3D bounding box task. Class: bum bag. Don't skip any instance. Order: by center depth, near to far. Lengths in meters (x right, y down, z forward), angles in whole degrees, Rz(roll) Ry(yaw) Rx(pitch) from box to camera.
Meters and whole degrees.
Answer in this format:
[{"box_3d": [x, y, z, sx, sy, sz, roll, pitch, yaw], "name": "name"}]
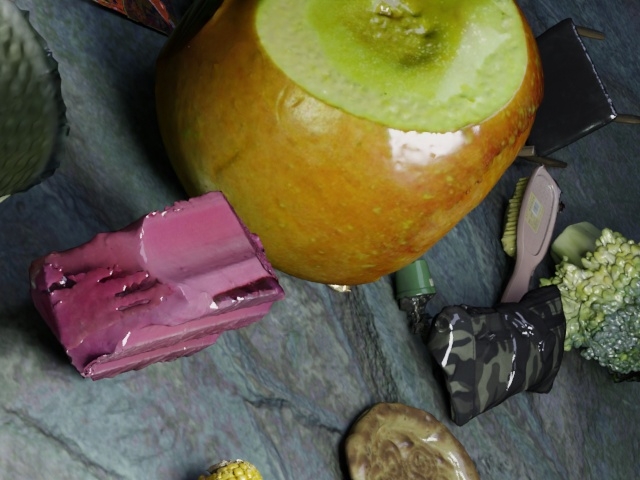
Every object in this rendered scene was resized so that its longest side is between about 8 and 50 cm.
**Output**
[{"box_3d": [0.226, 0.137, 2.033, 0.340, 0.095, 0.144, -7, 95, -60], "name": "bum bag"}]

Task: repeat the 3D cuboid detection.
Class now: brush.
[{"box_3d": [0.266, 0.025, 2.255, 0.072, 0.067, 0.313, 44, 44, -27], "name": "brush"}]

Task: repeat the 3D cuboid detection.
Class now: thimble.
[{"box_3d": [-0.349, -0.118, 1.333, 0.271, 0.150, 0.271, 37, 37, -34], "name": "thimble"}]

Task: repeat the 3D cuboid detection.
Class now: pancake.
[{"box_3d": [0.112, 0.285, 1.793, 0.250, 0.031, 0.250, 39, 35, -34], "name": "pancake"}]

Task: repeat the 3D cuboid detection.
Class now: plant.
[{"box_3d": [0.116, 0.076, 1.977, 0.051, 0.051, 0.102, 2, 75, -56], "name": "plant"}]

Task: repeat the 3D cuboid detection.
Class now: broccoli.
[{"box_3d": [0.410, 0.077, 2.325, 0.243, 0.263, 0.247, 50, -15, 36], "name": "broccoli"}]

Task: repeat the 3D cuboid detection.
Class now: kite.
[{"box_3d": [-0.191, -0.269, 1.859, 0.125, 0.008, 0.222, 50, 30, -17], "name": "kite"}]

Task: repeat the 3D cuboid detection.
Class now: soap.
[{"box_3d": [-0.145, 0.046, 1.466, 0.112, 0.182, 0.289, 59, 29, 8], "name": "soap"}]

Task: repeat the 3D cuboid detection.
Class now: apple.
[{"box_3d": [0.023, -0.154, 1.701, 0.374, 0.384, 0.374, 44, 17, -16], "name": "apple"}]

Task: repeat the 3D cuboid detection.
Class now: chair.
[{"box_3d": [0.340, -0.215, 2.460, 0.272, 0.166, 0.188, -3, 66, -58], "name": "chair"}]

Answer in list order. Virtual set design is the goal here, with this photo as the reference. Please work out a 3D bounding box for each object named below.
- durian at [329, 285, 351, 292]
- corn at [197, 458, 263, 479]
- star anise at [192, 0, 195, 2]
[{"box_3d": [0.006, -0.003, 1.873, 0.130, 0.052, 0.066, 54, 32, -10], "name": "durian"}, {"box_3d": [-0.053, 0.293, 1.498, 0.072, 0.072, 0.203, -10, 73, -59], "name": "corn"}, {"box_3d": [-0.084, -0.303, 1.958, 0.223, 0.109, 0.236, 7, 45, -49], "name": "star anise"}]
